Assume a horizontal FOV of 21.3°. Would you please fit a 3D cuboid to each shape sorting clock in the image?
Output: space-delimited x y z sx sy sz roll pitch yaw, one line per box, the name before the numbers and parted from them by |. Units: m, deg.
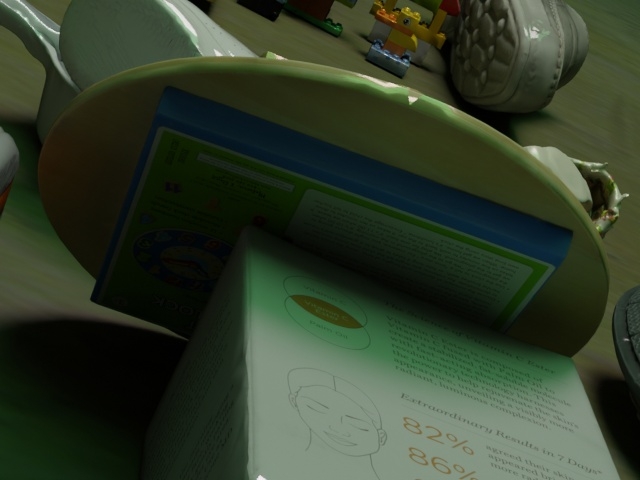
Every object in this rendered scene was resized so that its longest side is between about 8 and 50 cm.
shape sorting clock | 0.000 0.000 0.607 0.206 0.206 0.040 23 55 -13

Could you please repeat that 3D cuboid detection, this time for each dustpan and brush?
dustpan and brush | -0.107 -0.071 0.807 0.211 0.060 0.147 26 19 -5

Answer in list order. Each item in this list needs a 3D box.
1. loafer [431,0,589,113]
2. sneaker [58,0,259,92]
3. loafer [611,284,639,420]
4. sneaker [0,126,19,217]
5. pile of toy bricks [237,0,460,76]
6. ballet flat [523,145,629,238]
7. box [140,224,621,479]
loafer | 0.161 -0.164 1.339 0.111 0.112 0.319 16 20 -7
sneaker | -0.020 -0.034 0.746 0.212 0.080 0.094 53 21 11
loafer | 0.205 0.105 0.786 0.096 0.084 0.267 -10 25 -10
sneaker | -0.196 0.007 0.431 0.180 0.125 0.321 22 9 -5
pile of toy bricks | 0.008 -0.213 1.265 0.212 0.105 0.118 27 19 -2
ballet flat | 0.077 -0.033 0.910 0.241 0.077 0.091 6 61 -47
box | 0.017 0.087 0.520 0.130 0.091 0.170 23 20 -11
